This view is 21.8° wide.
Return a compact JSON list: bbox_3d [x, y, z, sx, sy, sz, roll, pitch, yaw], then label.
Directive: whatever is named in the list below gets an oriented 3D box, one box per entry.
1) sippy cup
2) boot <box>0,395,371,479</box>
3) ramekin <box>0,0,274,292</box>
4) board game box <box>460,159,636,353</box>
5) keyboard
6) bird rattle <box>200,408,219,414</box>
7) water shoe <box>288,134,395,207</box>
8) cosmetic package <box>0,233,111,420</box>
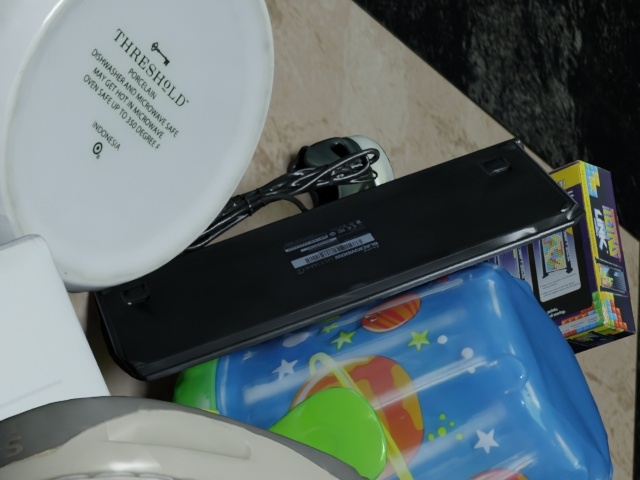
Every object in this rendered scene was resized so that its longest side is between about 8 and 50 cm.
[{"bbox_3d":[0.059,0.132,1.087,0.240,0.224,0.305,56,17,-20],"label":"sippy cup"},{"bbox_3d":[0.036,0.228,0.575,0.377,0.138,0.284,26,42,-36],"label":"boot"},{"bbox_3d":[-0.144,-0.092,0.981,0.273,0.127,0.272,-30,134,-38],"label":"ramekin"},{"bbox_3d":[0.167,0.030,1.358,0.048,0.170,0.141,16,61,-42],"label":"board game box"},{"bbox_3d":[0.000,0.000,1.124,0.201,0.317,0.033,-122,-165,-58],"label":"keyboard"},{"bbox_3d":[-0.129,0.204,0.929,0.207,0.253,0.143,7,48,-7],"label":"bird rattle"},{"bbox_3d":[0.028,0.018,1.300,0.080,0.073,0.203,-9,75,-29],"label":"water shoe"},{"bbox_3d":[-0.242,0.260,0.647,0.329,0.327,0.393,-22,89,-51],"label":"cosmetic package"}]
